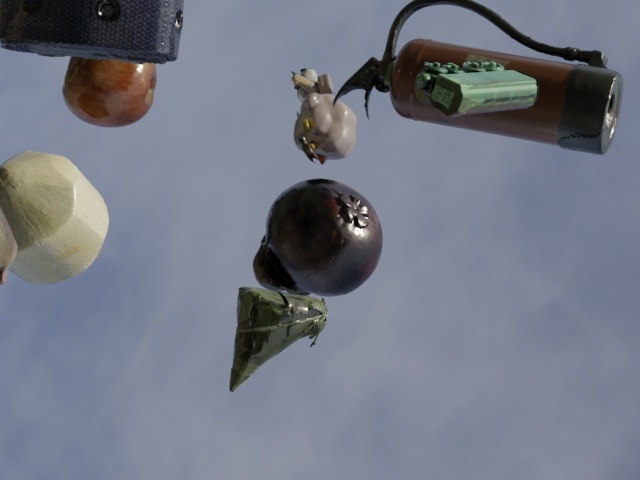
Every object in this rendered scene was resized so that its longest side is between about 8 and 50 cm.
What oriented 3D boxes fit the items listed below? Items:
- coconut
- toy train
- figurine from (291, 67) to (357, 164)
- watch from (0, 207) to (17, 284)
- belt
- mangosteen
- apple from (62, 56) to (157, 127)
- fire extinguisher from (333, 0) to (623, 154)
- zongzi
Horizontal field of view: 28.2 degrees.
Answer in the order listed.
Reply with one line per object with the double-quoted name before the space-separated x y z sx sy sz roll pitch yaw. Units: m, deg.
"coconut" -0.544 -0.050 2.445 0.237 0.266 0.237 -16 -129 21
"toy train" 0.158 -0.156 1.296 0.071 0.148 0.038 36 -59 33
"figurine" 0.002 -0.209 2.168 0.112 0.137 0.229 -14 -136 0
"watch" -0.614 -0.003 1.977 0.162 0.253 0.241 -18 -164 22
"belt" -0.275 -0.281 1.524 0.230 0.139 0.126 5 -87 12
"mangosteen" 0.000 0.000 2.054 0.210 0.210 0.210 -25 -129 36
"apple" -0.421 -0.320 2.557 0.188 0.174 0.188 12 90 -90
"fire extinguisher" 0.220 -0.225 1.731 0.376 0.113 0.200 11 -130 19
"zongzi" -0.047 0.117 1.436 0.055 0.109 0.119 -2 -101 64
